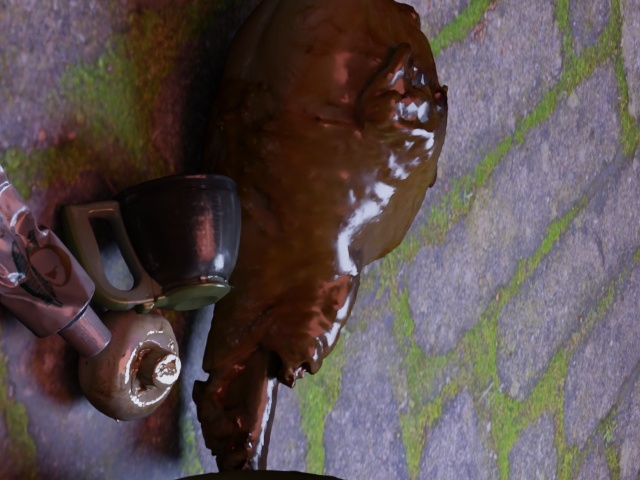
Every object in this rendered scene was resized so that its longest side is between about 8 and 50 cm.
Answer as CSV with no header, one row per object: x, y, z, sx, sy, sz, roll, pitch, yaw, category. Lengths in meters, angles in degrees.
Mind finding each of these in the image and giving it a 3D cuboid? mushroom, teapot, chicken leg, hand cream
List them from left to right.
-0.206,-0.018,0.936,0.257,0.050,0.084,58,44,-38,hand cream
-0.133,0.087,1.057,0.083,0.067,0.084,-25,122,-49,mushroom
-0.113,0.009,1.055,0.092,0.124,0.091,92,-14,-74,teapot
0.000,0.000,1.202,0.295,0.182,0.409,28,74,-75,chicken leg

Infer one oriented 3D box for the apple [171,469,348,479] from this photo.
-0.016,0.381,0.974,0.473,0.473,0.474,-16,109,-58,apple
